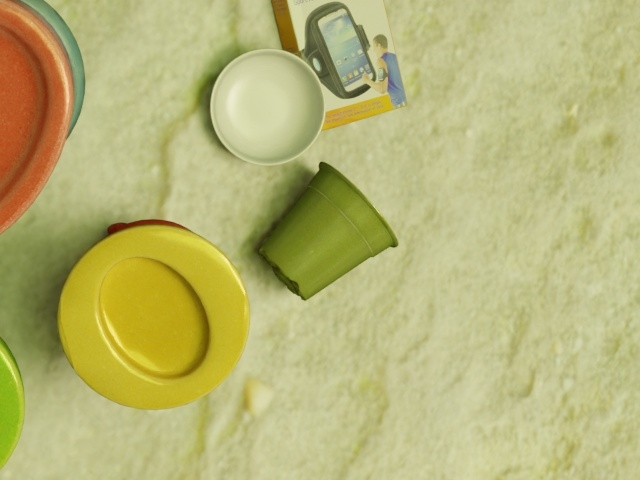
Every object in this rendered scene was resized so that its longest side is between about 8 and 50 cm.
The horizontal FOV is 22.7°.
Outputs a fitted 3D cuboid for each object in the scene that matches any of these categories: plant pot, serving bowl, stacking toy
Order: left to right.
[{"bbox_3d":[-0.226,0.001,1.039,0.279,0.130,0.309,-32,105,3],"label":"stacking toy"},{"bbox_3d":[-0.039,-0.096,1.147,0.083,0.027,0.083,-1,97,-7],"label":"serving bowl"},{"bbox_3d":[0.000,0.000,1.156,0.079,0.083,0.083,-43,111,-8],"label":"plant pot"}]

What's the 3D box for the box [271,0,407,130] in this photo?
[{"bbox_3d":[0.011,-0.155,1.181,0.081,0.028,0.136,-19,102,-26],"label":"box"}]
